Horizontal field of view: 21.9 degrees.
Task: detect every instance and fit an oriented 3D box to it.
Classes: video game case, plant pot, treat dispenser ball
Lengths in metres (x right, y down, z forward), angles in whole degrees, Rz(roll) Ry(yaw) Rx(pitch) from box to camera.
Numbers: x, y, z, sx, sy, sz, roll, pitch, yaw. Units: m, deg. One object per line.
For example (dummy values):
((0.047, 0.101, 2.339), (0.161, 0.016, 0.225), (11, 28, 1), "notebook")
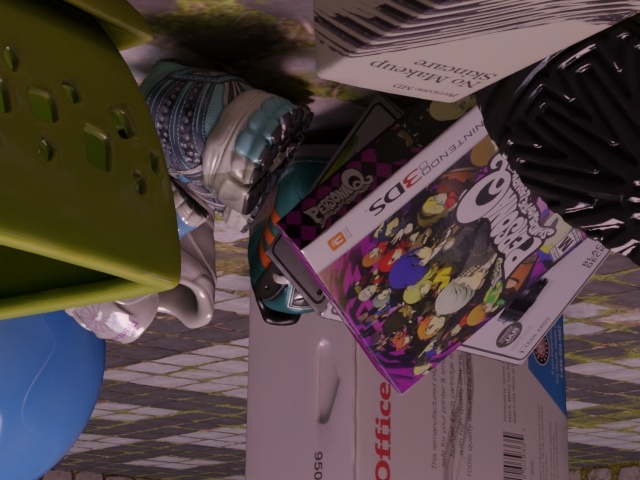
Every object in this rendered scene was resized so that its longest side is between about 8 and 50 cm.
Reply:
((0.095, -0.010, 1.249), (0.210, 0.042, 0.232), (-39, 142, -5), "video game case")
((-0.237, -0.072, 1.033), (0.227, 0.207, 0.228), (-11, 162, 32), "plant pot")
((-0.345, 0.104, 1.539), (0.288, 0.288, 0.288), (0, 165, 0), "treat dispenser ball")

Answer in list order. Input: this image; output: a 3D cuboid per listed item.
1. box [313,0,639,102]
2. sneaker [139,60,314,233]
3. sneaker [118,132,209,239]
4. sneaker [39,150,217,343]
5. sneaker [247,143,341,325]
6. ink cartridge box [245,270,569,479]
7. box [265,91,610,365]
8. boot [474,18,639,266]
((0.111, -0.164, 0.911), (0.113, 0.094, 0.275), (7, 163, -30), "box")
((-0.080, -0.086, 1.247), (0.122, 0.110, 0.283), (31, 175, 1), "sneaker")
((-0.157, -0.035, 1.338), (0.063, 0.073, 0.162), (44, 176, -35), "sneaker")
((-0.208, 0.006, 1.428), (0.305, 0.152, 0.114), (9, 151, -38), "sneaker")
((0.000, 0.000, 1.481), (0.108, 0.121, 0.302), (2, 165, -12), "sneaker")
((0.105, 0.185, 1.867), (0.166, 0.285, 0.395), (-12, 161, 40), "ink cartridge box")
((0.112, -0.002, 1.382), (0.290, 0.087, 0.169), (15, 116, -48), "box")
((0.271, -0.070, 1.194), (0.131, 0.348, 0.260), (-48, -176, 27), "boot")
